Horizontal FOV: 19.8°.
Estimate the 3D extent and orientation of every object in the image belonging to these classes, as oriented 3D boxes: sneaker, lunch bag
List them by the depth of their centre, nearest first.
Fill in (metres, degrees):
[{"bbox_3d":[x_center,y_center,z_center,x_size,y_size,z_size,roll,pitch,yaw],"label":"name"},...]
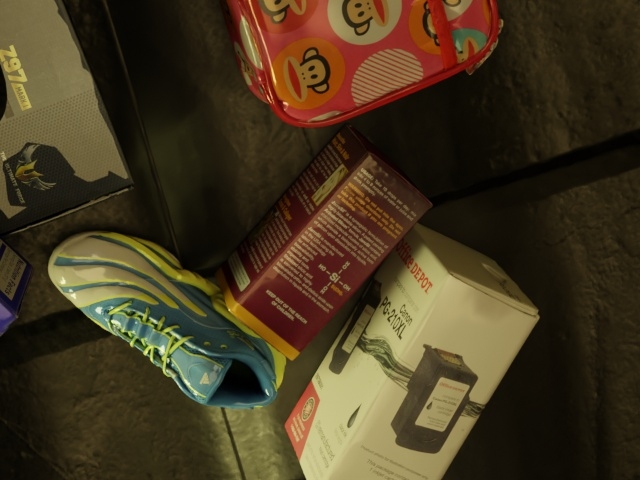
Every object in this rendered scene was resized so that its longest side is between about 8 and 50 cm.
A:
[{"bbox_3d":[0.031,-0.263,1.555,0.258,0.120,0.293,-22,112,-8],"label":"lunch bag"},{"bbox_3d":[-0.128,0.074,1.619,0.240,0.126,0.091,28,100,-18],"label":"sneaker"}]

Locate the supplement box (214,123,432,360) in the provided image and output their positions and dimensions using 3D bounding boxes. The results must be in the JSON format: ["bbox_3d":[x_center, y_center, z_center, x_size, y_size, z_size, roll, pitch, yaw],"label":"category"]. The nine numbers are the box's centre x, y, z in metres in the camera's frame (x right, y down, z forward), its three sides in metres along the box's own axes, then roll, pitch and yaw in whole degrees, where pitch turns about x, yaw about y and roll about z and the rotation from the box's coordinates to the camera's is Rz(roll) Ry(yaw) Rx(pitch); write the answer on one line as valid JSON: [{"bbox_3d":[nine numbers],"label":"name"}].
[{"bbox_3d":[0.000,0.000,1.633,0.081,0.104,0.188,40,97,-20],"label":"supplement box"}]

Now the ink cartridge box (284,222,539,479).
[{"bbox_3d":[0.078,0.120,1.649,0.100,0.172,0.237,27,100,-17],"label":"ink cartridge box"}]

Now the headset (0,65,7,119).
[{"bbox_3d":[-0.392,-0.215,1.361,0.394,0.243,0.185,40,116,-3],"label":"headset"}]

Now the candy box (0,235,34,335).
[{"bbox_3d":[-0.441,0.020,1.512,0.268,0.122,0.317,-41,104,16],"label":"candy box"}]

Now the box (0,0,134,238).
[{"bbox_3d":[-0.284,-0.121,1.563,0.183,0.059,0.233,-21,111,-4],"label":"box"}]
